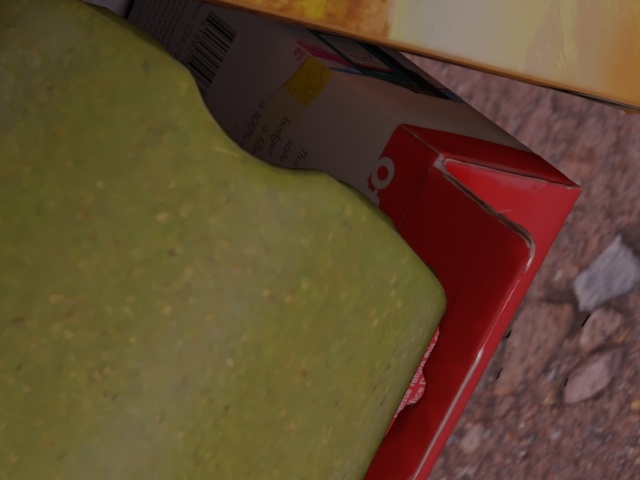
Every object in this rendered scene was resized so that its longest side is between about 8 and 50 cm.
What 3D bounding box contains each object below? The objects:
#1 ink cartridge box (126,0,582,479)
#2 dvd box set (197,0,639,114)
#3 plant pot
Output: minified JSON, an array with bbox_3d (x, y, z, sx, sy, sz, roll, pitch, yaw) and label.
[{"bbox_3d":[0.000,0.000,0.621,0.078,0.231,0.134,8,115,-43],"label":"ink cartridge box"},{"bbox_3d":[0.025,-0.216,0.544,0.420,0.062,0.308,9,98,-42],"label":"dvd box set"},{"bbox_3d":[-0.104,0.070,0.475,0.254,0.276,0.276,-55,139,-8],"label":"plant pot"}]
